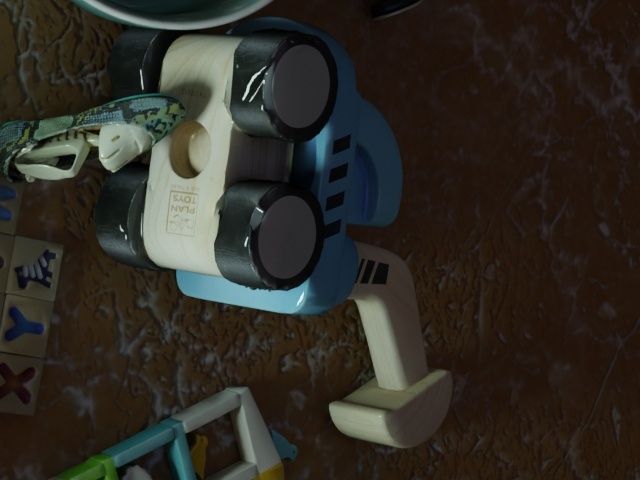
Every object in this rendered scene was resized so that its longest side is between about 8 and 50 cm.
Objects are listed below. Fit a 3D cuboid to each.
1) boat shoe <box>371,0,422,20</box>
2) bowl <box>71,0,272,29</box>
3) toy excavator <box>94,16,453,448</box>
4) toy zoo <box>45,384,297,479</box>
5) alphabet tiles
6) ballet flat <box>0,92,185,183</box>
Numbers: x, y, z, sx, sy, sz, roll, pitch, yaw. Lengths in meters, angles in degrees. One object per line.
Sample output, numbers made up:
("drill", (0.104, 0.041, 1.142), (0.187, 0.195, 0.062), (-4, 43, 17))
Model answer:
("boat shoe", (0.099, -0.279, 2.171), (0.133, 0.049, 0.042), (-34, 109, -35))
("bowl", (-0.160, -0.324, 1.839), (0.311, 0.163, 0.312), (4, 78, -17))
("toy excavator", (0.000, 0.000, 2.026), (0.445, 0.222, 0.433), (5, 92, -48))
("toy zoo", (-0.136, 0.276, 2.033), (0.293, 0.030, 0.192), (-24, 109, -35))
("alphabet tiles", (-0.394, 0.060, 1.813), (0.342, 0.011, 0.285), (13, 86, -39))
("ballet flat", (-0.216, -0.089, 1.846), (0.070, 0.188, 0.070), (-11, 90, -75))
